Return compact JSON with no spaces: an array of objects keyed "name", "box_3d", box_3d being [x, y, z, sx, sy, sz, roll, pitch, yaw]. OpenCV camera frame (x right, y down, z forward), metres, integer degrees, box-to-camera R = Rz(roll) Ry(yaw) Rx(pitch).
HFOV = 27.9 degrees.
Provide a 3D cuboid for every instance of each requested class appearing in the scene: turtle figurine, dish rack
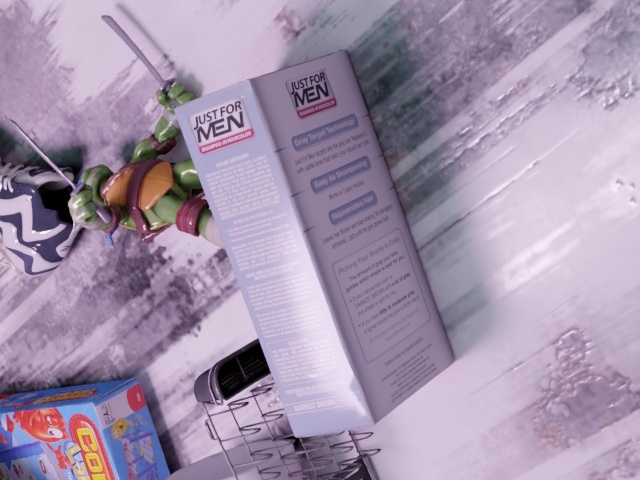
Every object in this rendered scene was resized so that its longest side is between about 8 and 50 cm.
[{"name":"turtle figurine","box_3d":[-0.194,-0.093,1.478,0.266,0.198,0.275,11,116,26]},{"name":"dish rack","box_3d":[-0.020,0.232,1.476,0.074,0.208,0.271,-19,96,48]}]

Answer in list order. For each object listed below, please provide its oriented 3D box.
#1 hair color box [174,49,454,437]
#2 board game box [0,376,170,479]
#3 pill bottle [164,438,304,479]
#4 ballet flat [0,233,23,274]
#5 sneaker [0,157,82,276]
[{"name":"hair color box","box_3d":[0.000,0.000,1.387,0.113,0.185,0.374,-15,98,37]},{"name":"board game box","box_3d":[-0.332,0.358,1.778,0.302,0.086,0.308,-12,99,40]},{"name":"pill bottle","box_3d":[-0.062,0.441,1.565,0.204,0.204,0.361,-15,95,36]},{"name":"ballet flat","box_3d":[-0.462,-0.004,1.762,0.168,0.057,0.052,26,83,23]},{"name":"sneaker","box_3d":[-0.391,-0.081,1.673,0.153,0.094,0.235,-38,84,35]}]
